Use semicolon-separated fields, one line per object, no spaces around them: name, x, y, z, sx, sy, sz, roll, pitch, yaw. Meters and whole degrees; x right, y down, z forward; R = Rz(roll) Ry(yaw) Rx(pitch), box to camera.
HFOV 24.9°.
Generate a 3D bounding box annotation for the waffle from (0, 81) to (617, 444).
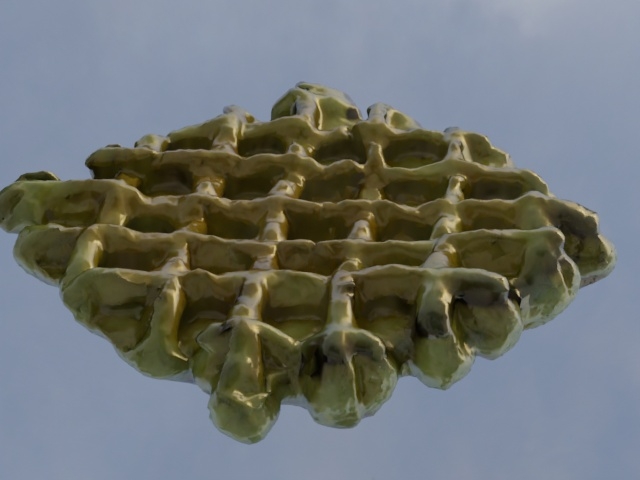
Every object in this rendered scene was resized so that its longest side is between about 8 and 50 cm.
waffle;0.000;0.003;0.590;0.223;0.054;0.204;-23;-144;-36
